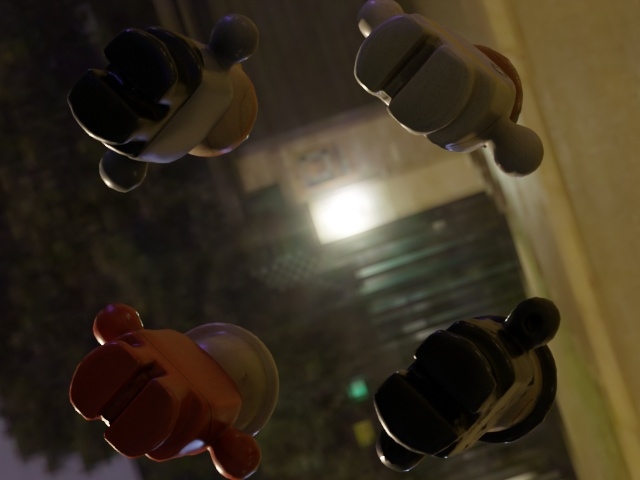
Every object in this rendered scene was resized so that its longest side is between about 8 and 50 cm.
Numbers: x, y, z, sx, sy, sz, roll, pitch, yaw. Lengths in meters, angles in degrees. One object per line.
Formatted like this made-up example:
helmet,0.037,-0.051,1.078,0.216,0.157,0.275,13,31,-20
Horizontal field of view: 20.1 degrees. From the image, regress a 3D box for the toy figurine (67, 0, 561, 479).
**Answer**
toy figurine,0.000,0.000,0.807,0.148,0.213,0.209,5,-99,-72
